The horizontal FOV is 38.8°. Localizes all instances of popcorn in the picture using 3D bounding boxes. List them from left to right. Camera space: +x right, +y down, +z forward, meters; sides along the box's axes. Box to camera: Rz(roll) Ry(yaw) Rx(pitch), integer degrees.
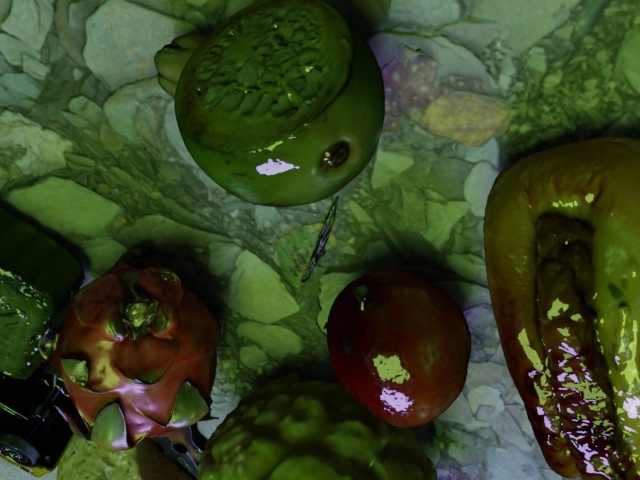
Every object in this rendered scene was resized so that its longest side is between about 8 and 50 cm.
[{"bbox_3d":[0.008,0.317,1.146,0.335,0.274,0.279,0,99,8],"label":"popcorn"}]

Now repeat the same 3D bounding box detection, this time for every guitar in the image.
[{"bbox_3d":[-0.188,0.329,1.362,0.088,0.025,0.233,-13,122,27],"label":"guitar"}]

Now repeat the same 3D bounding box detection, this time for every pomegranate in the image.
[{"bbox_3d":[-0.053,-0.116,0.870,0.240,0.190,0.159,-1,151,18],"label":"pomegranate"}]

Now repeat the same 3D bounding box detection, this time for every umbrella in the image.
[{"bbox_3d":[0.002,-0.001,1.046,0.013,0.022,0.122,37,123,22],"label":"umbrella"}]

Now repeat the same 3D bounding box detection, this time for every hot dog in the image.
[{"bbox_3d":[0.289,0.111,0.902,0.185,0.223,0.405,-11,123,22],"label":"hot dog"}]

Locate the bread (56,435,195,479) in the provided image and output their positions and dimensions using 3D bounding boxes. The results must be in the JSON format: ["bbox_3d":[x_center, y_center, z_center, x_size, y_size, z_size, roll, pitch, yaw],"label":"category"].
[{"bbox_3d":[-0.282,0.391,1.411,0.183,0.224,0.211,-28,156,27],"label":"bread"}]

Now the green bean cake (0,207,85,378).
[{"bbox_3d":[-0.422,0.064,1.177,0.200,0.113,0.214,31,131,-8],"label":"green bean cake"}]

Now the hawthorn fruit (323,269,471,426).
[{"bbox_3d":[0.085,0.109,1.002,0.169,0.169,0.188,-1,142,19],"label":"hawthorn fruit"}]

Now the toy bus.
[{"bbox_3d":[-0.501,0.204,1.290,0.331,0.145,0.151,33,146,-10],"label":"toy bus"}]

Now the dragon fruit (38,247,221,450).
[{"bbox_3d":[-0.224,0.134,1.102,0.224,0.224,0.227,-1,133,20],"label":"dragon fruit"}]
